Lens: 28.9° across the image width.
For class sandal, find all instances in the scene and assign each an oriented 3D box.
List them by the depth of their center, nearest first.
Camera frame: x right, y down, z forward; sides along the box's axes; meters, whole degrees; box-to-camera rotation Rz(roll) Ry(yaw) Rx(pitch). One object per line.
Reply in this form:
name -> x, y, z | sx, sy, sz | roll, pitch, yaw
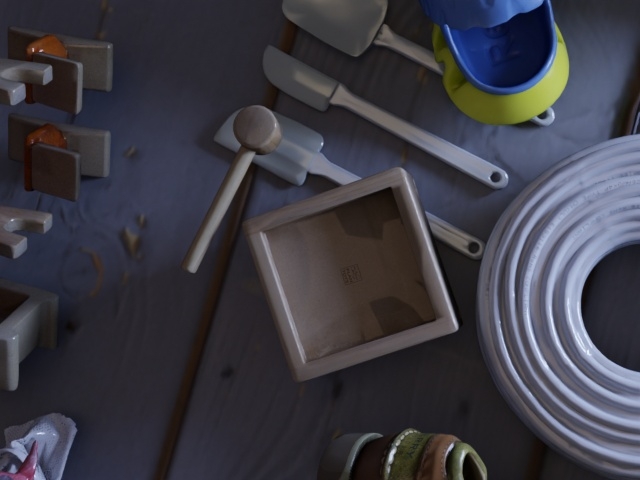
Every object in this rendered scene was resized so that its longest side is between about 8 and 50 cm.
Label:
sandal -> 0.100, -0.249, 0.942 | 0.126, 0.138, 0.317 | -27, 75, 0

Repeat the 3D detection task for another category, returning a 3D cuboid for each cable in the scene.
cable -> 0.243, 0.050, 0.912 | 0.257, 0.089, 0.257 | -22, 80, 6

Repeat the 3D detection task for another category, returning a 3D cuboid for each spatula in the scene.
spatula -> 0.054, -0.100, 0.996 | 0.242, 0.019, 0.168 | 28, 87, 11

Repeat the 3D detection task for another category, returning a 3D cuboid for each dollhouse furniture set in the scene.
dollhouse furniture set -> -0.275, -0.023, 0.932 | 0.135, 0.262, 0.259 | 12, 116, 12

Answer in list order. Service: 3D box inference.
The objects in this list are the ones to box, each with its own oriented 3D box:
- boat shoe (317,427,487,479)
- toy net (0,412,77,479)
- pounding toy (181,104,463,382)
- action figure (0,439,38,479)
boat shoe -> 0.084, 0.273, 0.830 | 0.104, 0.111, 0.307 | -7, 109, 29
toy net -> -0.277, 0.231, 0.974 | 0.232, 0.045, 0.122 | -46, 54, 5
pounding toy -> -0.011, -0.002, 0.952 | 0.181, 0.094, 0.206 | -19, 86, 9
action figure -> -0.245, 0.324, 0.874 | 0.248, 0.276, 0.370 | 12, 78, 10
